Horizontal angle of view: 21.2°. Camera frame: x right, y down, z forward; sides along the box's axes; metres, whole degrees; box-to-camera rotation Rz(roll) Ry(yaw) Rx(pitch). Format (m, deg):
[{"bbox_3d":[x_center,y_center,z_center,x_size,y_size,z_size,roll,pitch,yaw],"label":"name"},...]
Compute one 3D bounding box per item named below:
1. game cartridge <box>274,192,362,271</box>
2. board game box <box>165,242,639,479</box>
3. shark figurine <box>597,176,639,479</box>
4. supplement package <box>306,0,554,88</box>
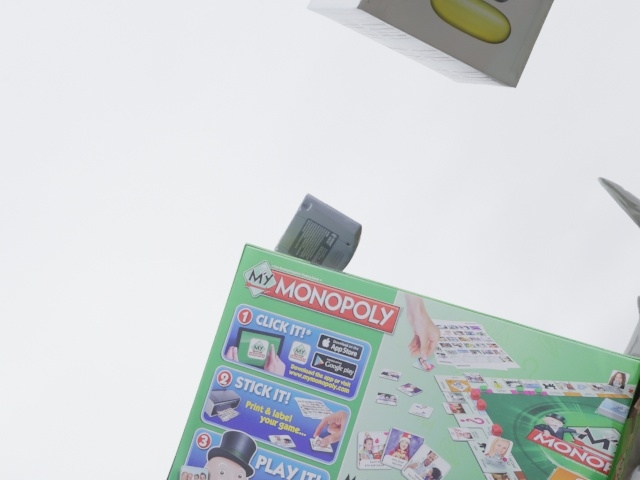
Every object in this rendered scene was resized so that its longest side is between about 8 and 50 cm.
[{"bbox_3d":[0.000,0.000,1.297,0.017,0.056,0.083,-56,0,-33],"label":"game cartridge"},{"bbox_3d":[0.057,0.145,1.230,0.046,0.317,0.213,32,-104,-66],"label":"board game box"},{"bbox_3d":[0.226,0.104,1.340,0.166,0.116,0.278,-93,13,-72],"label":"shark figurine"},{"bbox_3d":[0.132,-0.290,1.808,0.203,0.149,0.194,24,-91,-23],"label":"supplement package"}]
